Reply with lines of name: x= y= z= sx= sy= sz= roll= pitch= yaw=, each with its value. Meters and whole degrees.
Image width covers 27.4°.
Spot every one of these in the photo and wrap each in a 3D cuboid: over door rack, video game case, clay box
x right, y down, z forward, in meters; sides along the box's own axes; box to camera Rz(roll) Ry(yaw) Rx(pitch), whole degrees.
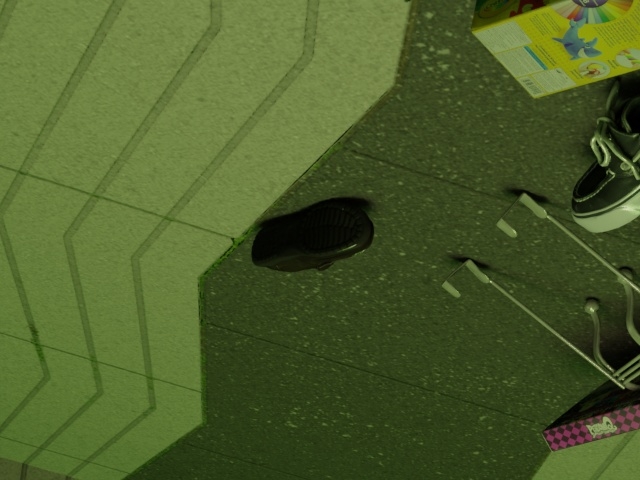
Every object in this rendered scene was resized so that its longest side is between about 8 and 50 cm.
over door rack: x=0.357 y=0.061 z=1.766 sx=0.324 sy=0.108 sz=0.239 roll=29 pitch=152 yaw=0
video game case: x=0.469 y=0.228 z=1.927 sx=0.232 sy=0.210 sz=0.042 roll=-29 pitch=88 yaw=51
clay box: x=0.279 y=-0.222 z=1.318 sx=0.222 sy=0.053 sz=0.127 roll=-13 pitch=142 yaw=39

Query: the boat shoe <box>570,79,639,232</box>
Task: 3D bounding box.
boat shoe: x=0.351 y=-0.115 z=1.423 sx=0.105 sy=0.113 sz=0.306 roll=28 pitch=147 yaw=-13

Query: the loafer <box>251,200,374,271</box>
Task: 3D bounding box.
loafer: x=0.000 y=0.000 z=1.838 sx=0.078 sy=0.080 sz=0.220 roll=25 pitch=157 yaw=-40
